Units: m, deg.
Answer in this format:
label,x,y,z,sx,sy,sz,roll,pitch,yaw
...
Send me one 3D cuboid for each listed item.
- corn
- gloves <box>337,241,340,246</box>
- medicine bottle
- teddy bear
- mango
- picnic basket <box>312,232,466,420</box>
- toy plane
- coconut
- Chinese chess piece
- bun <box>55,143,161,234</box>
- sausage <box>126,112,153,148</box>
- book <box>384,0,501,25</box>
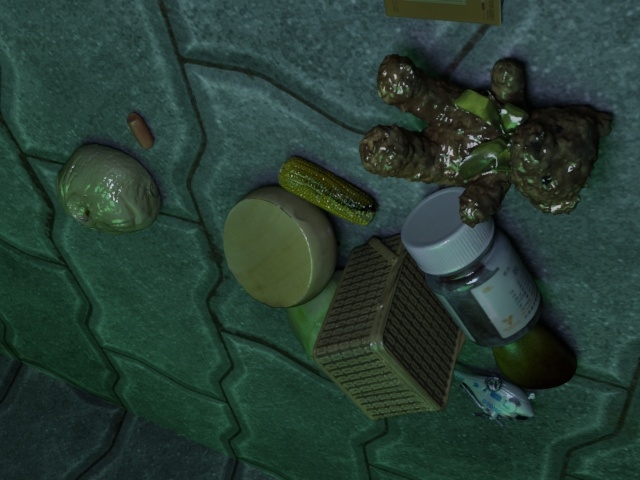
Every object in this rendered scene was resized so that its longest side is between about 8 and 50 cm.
label,x,y,z,sx,sy,sz,roll,pitch,yaw
corn,0.014,-0.092,1.511,0.203,0.072,0.072,28,147,-2
gloves,0.000,0.000,1.686,0.086,0.026,0.064,-13,130,40
medicine bottle,0.272,0.050,1.426,0.165,0.165,0.273,-6,133,41
teddy bear,0.232,-0.141,1.141,0.296,0.247,0.222,14,178,-34
mango,0.411,0.227,1.577,0.133,0.111,0.267,-21,139,34
picnic basket,0.151,0.151,1.526,0.175,0.313,0.228,-20,123,38
toy plane,0.362,0.325,1.832,0.273,0.107,0.182,38,-161,35
coconut,0.035,0.163,1.734,0.235,0.236,0.205,30,111,-1
Chinese chess piece,-0.081,0.012,1.611,0.250,0.097,0.251,17,118,34
bun,-0.482,-0.096,1.803,0.243,0.153,0.244,20,151,12
sausage,-0.370,-0.224,1.647,0.034,0.034,0.083,8,143,28
book,0.163,-0.352,1.098,0.172,0.012,0.118,12,144,23
